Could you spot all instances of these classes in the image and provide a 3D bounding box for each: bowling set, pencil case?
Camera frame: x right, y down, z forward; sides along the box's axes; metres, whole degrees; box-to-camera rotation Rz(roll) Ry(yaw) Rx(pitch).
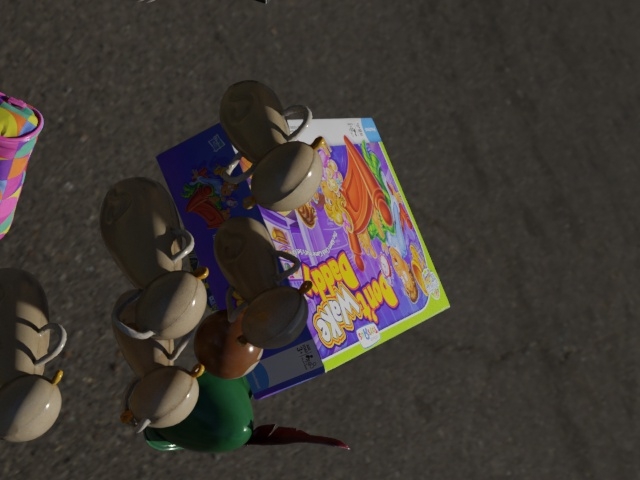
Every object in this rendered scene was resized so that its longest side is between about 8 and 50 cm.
[{"bbox_3d":[-0.076,0.050,0.772,0.200,0.287,0.154,45,9,-38],"label":"bowling set"},{"bbox_3d":[-0.455,-0.099,1.563,0.104,0.236,0.104,16,47,-18],"label":"pencil case"}]

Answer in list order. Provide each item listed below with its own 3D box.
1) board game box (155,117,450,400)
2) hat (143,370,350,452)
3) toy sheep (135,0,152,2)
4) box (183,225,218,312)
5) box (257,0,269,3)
[{"bbox_3d":[0.000,0.000,1.120,0.347,0.078,0.233,-16,82,-65],"label":"board game box"},{"bbox_3d":[-0.120,0.284,1.556,0.173,0.208,0.183,19,27,-50],"label":"hat"},{"bbox_3d":[-0.244,-0.361,1.504,0.132,0.091,0.091,0,65,-49],"label":"toy sheep"},{"bbox_3d":[-0.115,-0.007,1.246,0.054,0.059,0.169,62,11,-48],"label":"box"},{"bbox_3d":[-0.144,-0.370,1.193,0.231,0.183,0.056,21,50,11],"label":"box"}]
